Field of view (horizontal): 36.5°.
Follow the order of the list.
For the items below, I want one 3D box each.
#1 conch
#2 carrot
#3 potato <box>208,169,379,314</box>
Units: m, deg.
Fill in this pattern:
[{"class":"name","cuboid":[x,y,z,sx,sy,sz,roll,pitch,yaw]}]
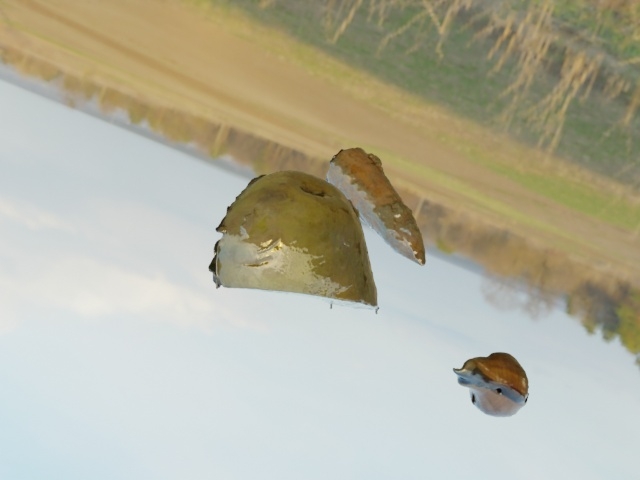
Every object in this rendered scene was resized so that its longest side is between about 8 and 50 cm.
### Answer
[{"class":"conch","cuboid":[0.247,0.203,1.343,0.080,0.086,0.233,55,-178,21]},{"class":"carrot","cuboid":[0.108,-0.051,1.706,0.102,0.102,0.263,19,-151,-54]},{"class":"potato","cuboid":[0.000,0.000,1.019,0.098,0.138,0.243,3,174,32]}]
